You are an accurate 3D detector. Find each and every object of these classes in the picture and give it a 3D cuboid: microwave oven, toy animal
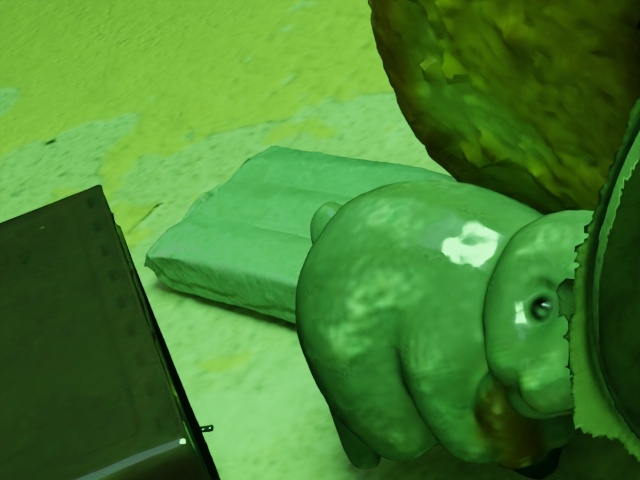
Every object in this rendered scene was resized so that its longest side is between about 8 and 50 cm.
[{"bbox_3d":[-0.128,0.123,0.815,0.188,0.178,0.247,-24,29,-4],"label":"microwave oven"},{"bbox_3d":[0.095,0.029,0.825,0.251,0.127,0.125,-16,48,51],"label":"toy animal"}]

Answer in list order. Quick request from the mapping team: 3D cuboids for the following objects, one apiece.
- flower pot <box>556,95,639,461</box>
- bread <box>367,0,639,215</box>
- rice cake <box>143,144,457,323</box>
[{"bbox_3d":[0.258,0.043,0.631,0.290,0.290,0.259,-28,43,-9],"label":"flower pot"},{"bbox_3d":[0.194,-0.142,0.888,0.337,0.358,0.204,-28,44,-11],"label":"bread"},{"bbox_3d":[0.000,0.000,1.077,0.211,0.038,0.124,9,42,44],"label":"rice cake"}]
